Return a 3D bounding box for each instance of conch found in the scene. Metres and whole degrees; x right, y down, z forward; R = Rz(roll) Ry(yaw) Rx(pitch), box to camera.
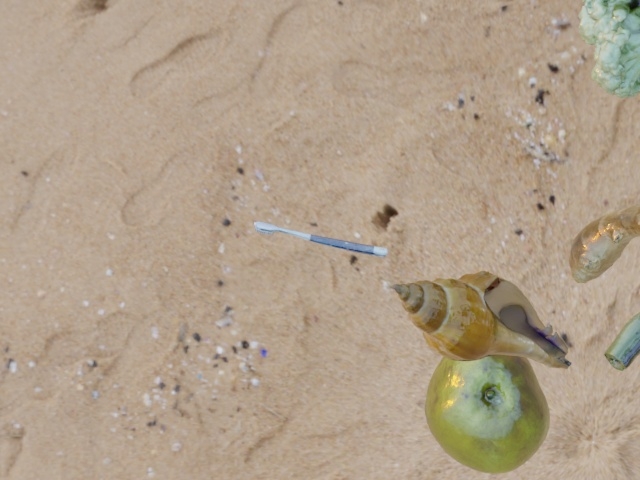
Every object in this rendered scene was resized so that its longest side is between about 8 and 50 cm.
[{"bbox_3d":[0.200,0.104,0.911,0.093,0.330,0.110,-11,63,43],"label":"conch"}]

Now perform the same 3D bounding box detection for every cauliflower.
[{"bbox_3d":[0.495,-0.364,1.048,0.260,0.281,0.327,18,82,0],"label":"cauliflower"}]

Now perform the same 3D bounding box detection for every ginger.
[{"bbox_3d":[0.526,-0.001,1.327,0.086,0.294,0.131,36,76,2],"label":"ginger"}]

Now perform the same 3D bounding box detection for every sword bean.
[{"bbox_3d":[0.493,0.074,1.018,0.269,0.038,0.043,-42,102,-3],"label":"sword bean"}]

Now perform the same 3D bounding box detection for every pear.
[{"bbox_3d":[0.338,0.337,1.527,0.268,0.321,0.269,-3,66,7],"label":"pear"}]

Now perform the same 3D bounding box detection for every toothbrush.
[{"bbox_3d":[0.000,0.000,1.569,0.287,0.026,0.024,11,59,1],"label":"toothbrush"}]
